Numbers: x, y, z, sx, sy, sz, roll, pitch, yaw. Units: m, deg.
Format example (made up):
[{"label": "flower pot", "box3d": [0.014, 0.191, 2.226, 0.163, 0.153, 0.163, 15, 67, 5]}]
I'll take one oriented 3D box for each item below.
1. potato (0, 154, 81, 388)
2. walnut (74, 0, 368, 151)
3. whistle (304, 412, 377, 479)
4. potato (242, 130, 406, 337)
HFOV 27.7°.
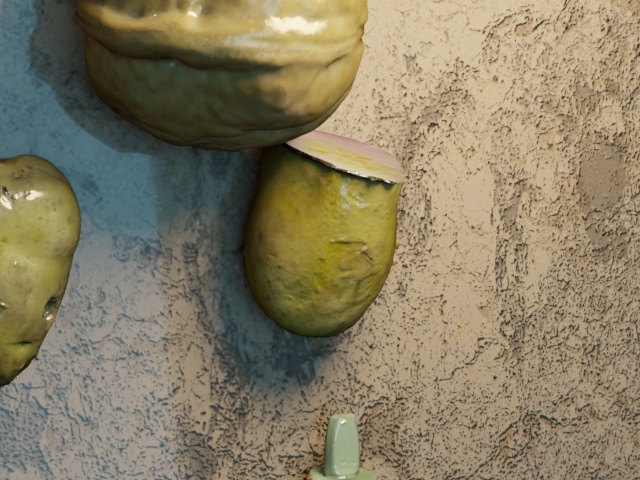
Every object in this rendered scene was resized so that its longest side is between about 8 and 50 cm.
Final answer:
[{"label": "potato", "box3d": [-0.403, 0.036, 1.615, 0.191, 0.141, 0.296, 9, 87, -39]}, {"label": "walnut", "box3d": [-0.122, -0.286, 1.617, 0.381, 0.381, 0.381, -1, 92, -22]}, {"label": "whistle", "box3d": [0.028, 0.368, 1.825, 0.101, 0.105, 0.253, -13, 106, -52]}, {"label": "potato", "box3d": [0.000, 0.000, 1.762, 0.229, 0.229, 0.266, 12, 102, -22]}]
